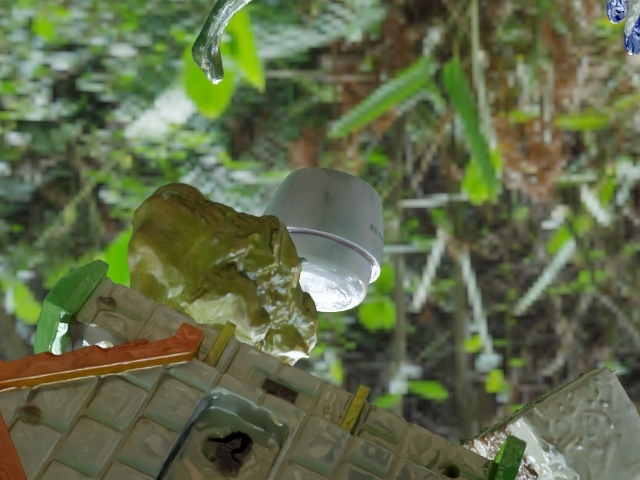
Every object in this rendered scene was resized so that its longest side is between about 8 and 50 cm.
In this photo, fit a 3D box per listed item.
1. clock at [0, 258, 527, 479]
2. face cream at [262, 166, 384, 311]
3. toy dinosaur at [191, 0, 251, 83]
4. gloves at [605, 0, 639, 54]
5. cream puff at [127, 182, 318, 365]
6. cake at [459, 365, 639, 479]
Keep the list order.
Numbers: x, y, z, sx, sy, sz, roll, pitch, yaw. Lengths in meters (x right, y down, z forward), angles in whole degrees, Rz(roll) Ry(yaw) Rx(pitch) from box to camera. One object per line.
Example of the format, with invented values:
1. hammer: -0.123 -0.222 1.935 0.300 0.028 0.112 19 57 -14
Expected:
1. clock: -0.059 0.142 0.758 0.255 0.220 0.106 25 131 4
2. face cream: 0.000 0.000 1.470 0.117 0.104 0.117 11 155 5
3. toy dinosaur: 0.021 -0.298 1.089 0.087 0.447 0.301 -10 -158 -38
4. gloves: 0.154 -0.129 0.763 0.026 0.086 0.064 -16 -154 -33
5. cream puff: -0.061 0.035 1.054 0.116 0.146 0.146 1 171 3
6. cake: 0.224 0.200 1.483 0.134 0.135 0.147 -25 169 -34
